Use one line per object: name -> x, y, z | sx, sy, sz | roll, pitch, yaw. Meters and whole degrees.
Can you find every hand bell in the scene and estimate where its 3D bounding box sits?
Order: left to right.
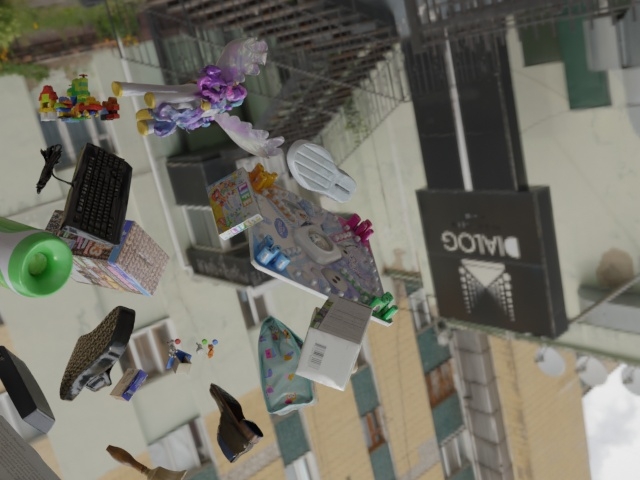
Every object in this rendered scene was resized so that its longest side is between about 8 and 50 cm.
hand bell -> -0.535, 0.682, 2.118 | 0.242, 0.126, 0.126 | 30, -158, 2

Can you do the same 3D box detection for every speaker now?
speaker -> -0.593, 0.017, 1.306 | 0.297, 0.131, 0.131 | 14, -152, 33

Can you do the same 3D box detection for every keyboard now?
keyboard -> -0.501, -0.117, 1.493 | 0.202, 0.033, 0.317 | 20, -149, -23

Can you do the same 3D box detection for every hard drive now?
hard drive -> -0.842, 0.417, 2.006 | 0.054, 0.172, 0.254 | -34, -118, -14

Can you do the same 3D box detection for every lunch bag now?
lunch bag -> -0.101, 0.352, 2.018 | 0.160, 0.262, 0.223 | -15, 163, -1

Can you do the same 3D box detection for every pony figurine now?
pony figurine -> -0.284, -0.355, 1.775 | 0.364, 0.302, 0.351 | -19, -152, -34

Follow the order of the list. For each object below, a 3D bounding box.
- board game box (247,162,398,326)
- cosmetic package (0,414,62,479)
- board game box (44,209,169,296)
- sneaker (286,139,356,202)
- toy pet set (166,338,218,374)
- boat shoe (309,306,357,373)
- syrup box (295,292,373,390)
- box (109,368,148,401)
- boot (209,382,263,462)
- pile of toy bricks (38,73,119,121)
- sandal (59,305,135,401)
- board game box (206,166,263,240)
board game box -> 0.000, 0.000, 1.742 | 0.390, 0.050, 0.389 | 26, -151, -25
cosmetic package -> -1.001, 0.748, 1.976 | 0.327, 0.329, 0.394 | -48, 171, 6
board game box -> -0.647, 0.038, 2.122 | 0.291, 0.232, 0.141 | 8, -116, 21
sneaker -> -0.016, -0.152, 1.550 | 0.091, 0.094, 0.258 | 31, 177, 32
toy pet set -> -0.350, 0.290, 1.856 | 0.122, 0.114, 0.065 | 9, -159, -37
boat shoe -> 0.035, 0.303, 2.129 | 0.098, 0.109, 0.302 | 8, -158, -17
syrup box -> 0.031, 0.180, 1.311 | 0.096, 0.093, 0.237 | 19, -167, 5
box -> -0.478, 0.360, 1.771 | 0.136, 0.028, 0.081 | -13, -141, 59
boot -> -0.250, 0.473, 1.849 | 0.106, 0.082, 0.219 | -50, -127, 2
pile of toy bricks -> -0.558, -0.333, 1.648 | 0.212, 0.105, 0.118 | 4, -174, 39
sandal -> -0.528, 0.295, 1.714 | 0.446, 0.107, 0.167 | -33, -140, 48
board game box -> -0.198, -0.086, 1.621 | 0.104, 0.026, 0.154 | -28, -128, 9
